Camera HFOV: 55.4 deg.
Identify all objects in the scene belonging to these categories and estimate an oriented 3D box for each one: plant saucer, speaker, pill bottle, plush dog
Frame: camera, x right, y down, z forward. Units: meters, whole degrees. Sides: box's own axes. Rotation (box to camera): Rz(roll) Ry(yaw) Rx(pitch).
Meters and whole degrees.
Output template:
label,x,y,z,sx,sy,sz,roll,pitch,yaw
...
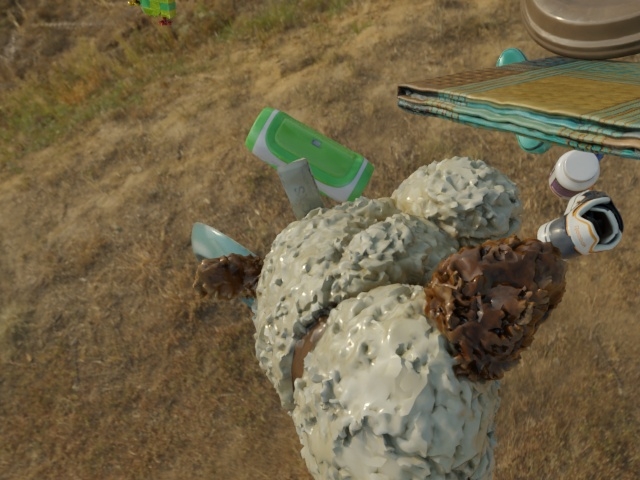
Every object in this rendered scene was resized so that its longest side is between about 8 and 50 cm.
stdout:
label,x,y,z,sx,sy,sz,roll,pitch,yaw
plant saucer,-0.104,0.087,1.046,0.318,0.317,0.043,29,73,28
speaker,-0.025,-0.200,1.459,0.297,0.131,0.131,29,69,-3
pill bottle,0.665,-0.175,1.594,0.108,0.193,0.108,-2,83,13
plush dog,0.034,0.072,0.391,0.225,0.211,0.262,-128,53,-64
plant saucer,0.350,-0.325,0.675,0.278,0.041,0.277,-23,50,31

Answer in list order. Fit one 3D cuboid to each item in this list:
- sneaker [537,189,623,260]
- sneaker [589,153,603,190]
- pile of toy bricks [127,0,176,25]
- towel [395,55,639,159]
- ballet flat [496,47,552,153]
label,x,y,z,sx,sy,sz,roll,pitch,yaw
sneaker,0.608,-0.040,1.346,0.321,0.128,0.126,-29,94,-43
sneaker,0.752,-0.240,1.745,0.087,0.083,0.221,12,92,-9
pile of toy bricks,-0.216,-0.338,0.801,0.212,0.105,0.118,17,40,20
towel,0.282,-0.117,0.533,0.272,0.040,0.370,-17,27,-29
ballet flat,0.441,-0.294,1.316,0.083,0.087,0.247,-22,70,34
